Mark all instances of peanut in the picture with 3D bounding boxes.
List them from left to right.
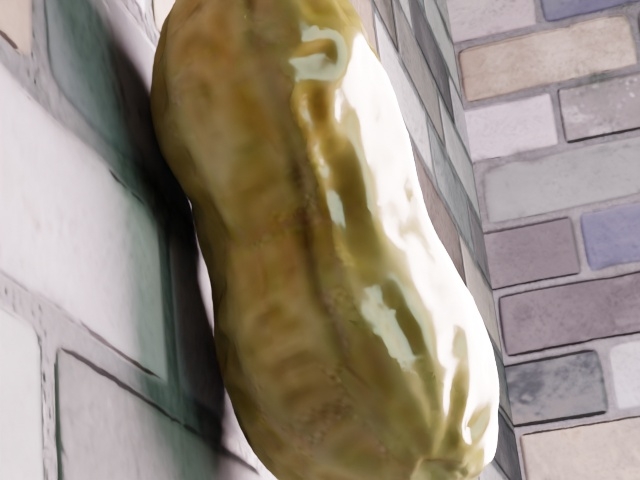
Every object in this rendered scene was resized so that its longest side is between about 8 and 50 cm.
[{"bbox_3d":[0.000,0.000,0.728,0.147,0.147,0.305,-32,106,-77],"label":"peanut"}]
